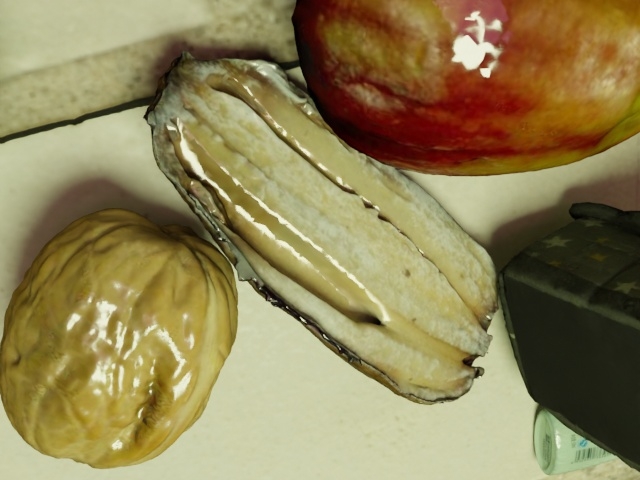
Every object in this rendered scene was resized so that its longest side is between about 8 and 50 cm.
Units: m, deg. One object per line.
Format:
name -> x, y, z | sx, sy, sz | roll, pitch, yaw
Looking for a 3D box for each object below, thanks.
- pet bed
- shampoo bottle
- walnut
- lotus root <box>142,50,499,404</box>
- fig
pet bed -> 0.272, 0.073, 0.504 | 0.159, 0.211, 0.183 | -30, 115, -20
shampoo bottle -> 0.306, 0.183, 0.646 | 0.191, 0.041, 0.069 | -7, 101, -12
walnut -> -0.138, 0.073, 0.454 | 0.155, 0.155, 0.184 | 22, 101, -18
lotus root -> -0.001, 0.000, 0.499 | 0.329, 0.078, 0.167 | 42, 57, -19
fig -> 0.100, -0.144, 0.421 | 0.263, 0.224, 0.224 | 27, 98, -22
